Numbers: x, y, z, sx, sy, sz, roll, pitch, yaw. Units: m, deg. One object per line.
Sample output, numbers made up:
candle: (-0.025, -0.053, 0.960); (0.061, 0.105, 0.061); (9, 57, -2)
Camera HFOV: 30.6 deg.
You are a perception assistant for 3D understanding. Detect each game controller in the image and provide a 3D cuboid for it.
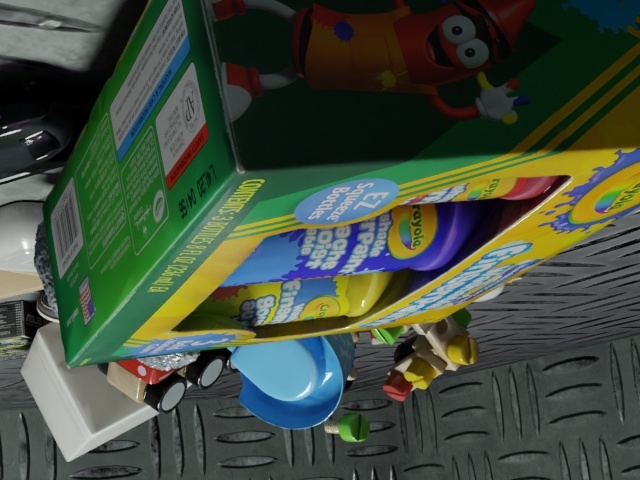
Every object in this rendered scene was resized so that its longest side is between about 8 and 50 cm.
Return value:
game controller: (-0.314, -0.072, 1.017); (0.319, 0.067, 0.166); (-12, -179, 27)

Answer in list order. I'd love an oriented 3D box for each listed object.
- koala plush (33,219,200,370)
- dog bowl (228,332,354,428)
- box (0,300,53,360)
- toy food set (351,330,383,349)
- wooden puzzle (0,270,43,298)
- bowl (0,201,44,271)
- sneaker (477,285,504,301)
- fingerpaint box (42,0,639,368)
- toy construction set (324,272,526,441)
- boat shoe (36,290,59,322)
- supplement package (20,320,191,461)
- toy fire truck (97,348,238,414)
koala plush: (-0.155, 0.014, 1.176); (0.203, 0.196, 0.221); (21, 157, -38)
dog bowl: (-0.083, 0.090, 1.395); (0.166, 0.297, 0.074); (-52, 173, 36)
box: (-0.563, 0.158, 1.912); (0.270, 0.060, 0.216); (-9, 167, 10)
toy food set: (0.106, 0.145, 2.079); (0.232, 0.105, 0.111); (-5, 168, -7)
wooden puzzle: (-0.448, 0.043, 1.497); (0.238, 0.044, 0.221); (-18, 164, 26)
bowl: (-0.321, 0.001, 1.332); (0.142, 0.053, 0.142); (-16, 166, 41)
sneaker: (0.178, 0.067, 1.849); (0.091, 0.094, 0.258); (22, 150, -28)
fingerpaint box: (0.020, -0.044, 0.895); (0.371, 0.163, 0.445); (-5, 163, -27)
toy construction set: (0.149, 0.075, 1.465); (0.308, 0.258, 0.237); (-25, -170, -38)
boat shoe: (-0.298, 0.068, 1.653); (0.206, 0.075, 0.065); (-5, 143, -9)
supplement package: (-0.334, 0.206, 1.795); (0.177, 0.175, 0.293); (-27, 173, -25)
toy fire truck: (-0.163, 0.087, 1.560); (0.158, 0.246, 0.217); (30, -146, 26)
